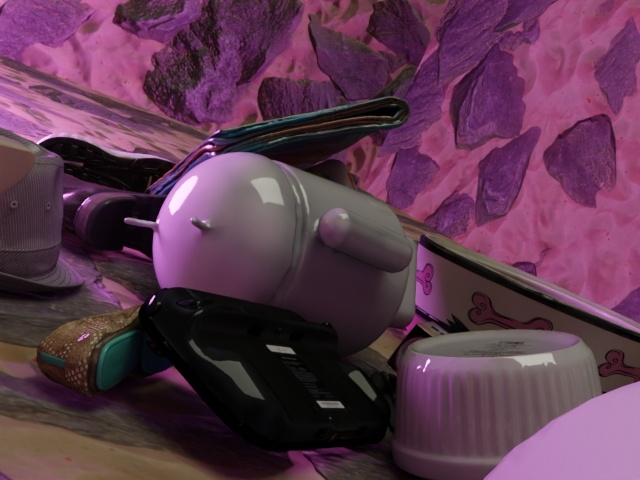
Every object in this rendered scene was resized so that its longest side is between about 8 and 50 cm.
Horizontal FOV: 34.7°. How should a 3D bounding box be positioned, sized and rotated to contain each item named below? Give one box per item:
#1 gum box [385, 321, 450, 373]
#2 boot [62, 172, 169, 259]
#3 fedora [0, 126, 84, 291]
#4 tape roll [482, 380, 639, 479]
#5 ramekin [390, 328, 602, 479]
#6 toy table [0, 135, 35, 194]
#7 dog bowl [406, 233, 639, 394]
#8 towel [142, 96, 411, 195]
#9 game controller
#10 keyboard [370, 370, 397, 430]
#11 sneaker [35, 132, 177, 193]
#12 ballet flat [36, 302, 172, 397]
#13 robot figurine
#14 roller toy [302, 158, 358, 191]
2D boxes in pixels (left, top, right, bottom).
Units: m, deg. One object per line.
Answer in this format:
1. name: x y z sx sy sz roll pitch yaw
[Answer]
1. gum box: 0.175 0.173 1.167 0.188 0.062 0.107 37 7 14
2. boot: -0.302 -0.059 1.304 0.229 0.091 0.263 24 4 26
3. fedora: -0.338 -0.050 1.006 0.244 0.124 0.275 29 10 27
4. tape roll: 0.174 0.195 0.384 0.286 0.286 0.100 25 7 0
5. ramekin: 0.166 0.149 0.966 0.207 0.109 0.207 -5 3 0
6. toy table: -0.342 -0.026 0.730 0.252 0.160 0.274 29 8 24
7. dog bowl: 0.312 0.136 1.560 0.408 0.150 0.408 23 5 -2
8. towel: -0.074 -0.106 1.361 0.272 0.040 0.370 -15 -3 -26
9. game controller: -0.037 0.119 0.920 0.166 0.067 0.319 54 14 21
10. keyboard: 0.118 0.192 1.149 0.108 0.023 0.180 23 9 -9
11. sneaker: -0.298 -0.094 1.507 0.272 0.100 0.108 21 2 -27
12. ballet flat: -0.172 0.083 0.861 0.067 0.073 0.206 12 2 13
13. robot figurine: -0.042 0.019 1.159 0.354 0.199 0.300 18 -24 -42
14. roller toy: 0.000 0.000 1.410 0.191 0.146 0.209 -93 159 -76
